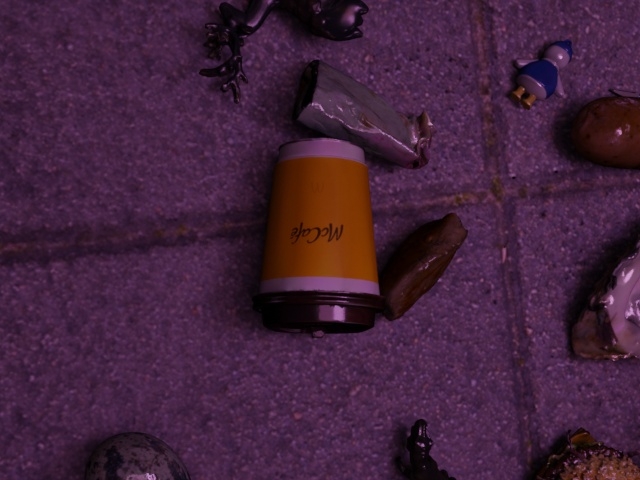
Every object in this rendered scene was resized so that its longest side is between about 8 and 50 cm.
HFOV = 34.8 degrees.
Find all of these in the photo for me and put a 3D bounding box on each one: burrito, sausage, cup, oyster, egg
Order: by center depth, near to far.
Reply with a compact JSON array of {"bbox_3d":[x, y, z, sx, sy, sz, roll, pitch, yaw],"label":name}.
[{"bbox_3d":[-0.250,0.344,1.431,0.172,0.132,0.132,42,77,-22],"label":"egg"},{"bbox_3d":[0.000,0.000,1.495,0.197,0.196,0.279,4,81,-17],"label":"cup"},{"bbox_3d":[0.068,-0.181,1.555,0.229,0.089,0.143,27,38,-15],"label":"burrito"},{"bbox_3d":[0.561,0.082,1.702,0.351,0.115,0.237,-37,108,-10],"label":"oyster"},{"bbox_3d":[0.643,-0.188,1.718,0.501,0.136,0.123,-5,54,-18],"label":"sausage"}]

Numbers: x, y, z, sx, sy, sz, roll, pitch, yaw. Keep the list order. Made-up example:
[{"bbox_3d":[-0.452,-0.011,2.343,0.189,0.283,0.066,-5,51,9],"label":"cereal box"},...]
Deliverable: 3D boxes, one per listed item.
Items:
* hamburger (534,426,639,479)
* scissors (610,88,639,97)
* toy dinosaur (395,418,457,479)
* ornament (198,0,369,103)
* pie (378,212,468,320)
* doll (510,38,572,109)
[{"bbox_3d":[0.439,0.436,1.637,0.262,0.139,0.243,37,80,-14],"label":"hamburger"},{"bbox_3d":[0.549,-0.244,1.750,0.119,0.014,0.058,9,88,-20],"label":"scissors"},{"bbox_3d":[0.183,0.370,1.539,0.087,0.179,0.187,-36,96,-16],"label":"toy dinosaur"},{"bbox_3d":[-0.067,-0.299,1.515,0.202,0.080,0.236,35,74,5],"label":"ornament"},{"bbox_3d":[0.153,0.036,1.551,0.079,0.163,0.193,42,65,-2],"label":"pie"},{"bbox_3d":[0.369,-0.278,1.675,0.099,0.057,0.143,37,77,8],"label":"doll"}]
